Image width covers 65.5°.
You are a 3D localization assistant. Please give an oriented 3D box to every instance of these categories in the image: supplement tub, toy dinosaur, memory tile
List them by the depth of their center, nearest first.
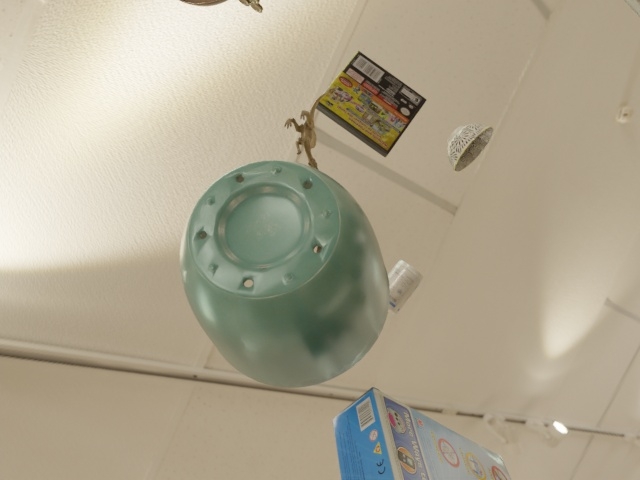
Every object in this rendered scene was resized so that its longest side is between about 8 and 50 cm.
[{"bbox_3d":[-0.029,-0.237,1.047,0.093,0.053,0.183,19,-107,-60],"label":"toy dinosaur"},{"bbox_3d":[0.171,0.105,1.108,0.107,0.071,0.071,-50,-53,-7],"label":"supplement tub"},{"bbox_3d":[-0.199,-0.619,1.211,0.012,0.113,0.148,-60,-7,-3],"label":"memory tile"}]

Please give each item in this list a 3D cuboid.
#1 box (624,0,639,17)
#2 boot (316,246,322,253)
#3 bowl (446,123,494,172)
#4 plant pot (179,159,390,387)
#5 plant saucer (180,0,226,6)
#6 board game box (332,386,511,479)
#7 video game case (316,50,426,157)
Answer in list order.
[{"bbox_3d":[0.505,-0.381,0.658,0.170,0.091,0.130,-42,-90,11],"label":"box"},{"bbox_3d":[0.000,0.000,1.562,0.247,0.083,0.161,18,-90,5],"label":"boot"},{"bbox_3d":[0.441,-0.299,1.521,0.170,0.080,0.170,-38,-21,-17],"label":"bowl"},{"bbox_3d":[-0.054,0.031,0.674,0.293,0.293,0.235,-43,-24,-12],"label":"plant pot"},{"bbox_3d":[-0.189,-0.465,0.855,0.168,0.168,0.029,-49,-20,-8],"label":"plant saucer"},{"bbox_3d":[0.170,0.384,0.628,0.302,0.308,0.086,35,-66,-26],"label":"board game box"},{"bbox_3d":[0.161,-0.434,1.572,0.275,0.035,0.248,36,-109,0],"label":"video game case"}]
